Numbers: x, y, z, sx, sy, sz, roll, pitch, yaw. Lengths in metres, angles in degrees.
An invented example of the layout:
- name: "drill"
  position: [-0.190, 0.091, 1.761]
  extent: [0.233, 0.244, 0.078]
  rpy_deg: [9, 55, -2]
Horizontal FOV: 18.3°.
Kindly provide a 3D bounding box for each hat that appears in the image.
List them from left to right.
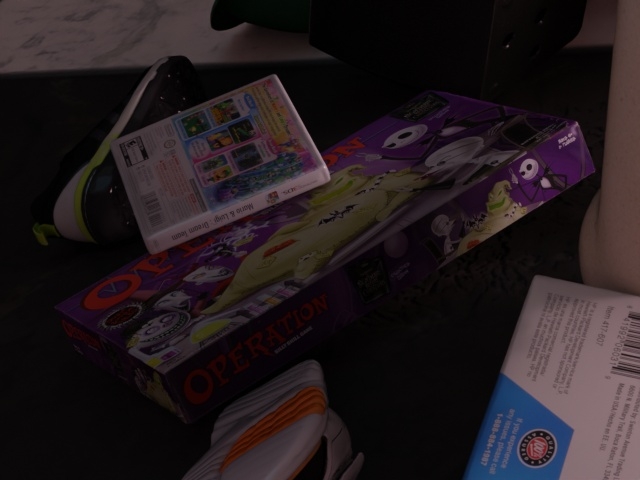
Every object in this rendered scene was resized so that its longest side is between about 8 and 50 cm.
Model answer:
- name: "hat"
  position: [0.029, -0.200, 1.790]
  extent: [0.173, 0.183, 0.208]
  rpy_deg: [-36, -10, -39]

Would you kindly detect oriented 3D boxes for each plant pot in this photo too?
- name: "plant pot"
  position: [0.117, -0.222, 1.598]
  extent: [0.167, 0.187, 0.188]
  rpy_deg: [38, 58, 25]

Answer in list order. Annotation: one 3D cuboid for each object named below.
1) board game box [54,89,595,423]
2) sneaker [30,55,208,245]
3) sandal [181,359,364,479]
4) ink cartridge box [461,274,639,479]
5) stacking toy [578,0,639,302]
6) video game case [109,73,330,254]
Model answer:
- name: "board game box"
  position: [0.000, 0.000, 1.411]
  extent: [0.347, 0.056, 0.208]
  rpy_deg: [-31, 19, -20]
- name: "sneaker"
  position: [-0.172, -0.078, 1.640]
  extent: [0.097, 0.084, 0.234]
  rpy_deg: [-6, 31, 27]
- name: "sandal"
  position: [-0.018, 0.136, 1.182]
  extent: [0.102, 0.076, 0.265]
  rpy_deg: [-32, 6, 11]
- name: "ink cartridge box"
  position: [0.185, 0.114, 0.992]
  extent: [0.203, 0.086, 0.148]
  rpy_deg: [13, 49, 15]
- name: "stacking toy"
  position: [0.397, -0.070, 1.109]
  extent: [0.480, 0.350, 0.350]
  rpy_deg: [6, 34, 11]
- name: "video game case"
  position: [-0.079, -0.060, 1.497]
  extent: [0.143, 0.019, 0.157]
  rpy_deg: [-23, 34, -3]
